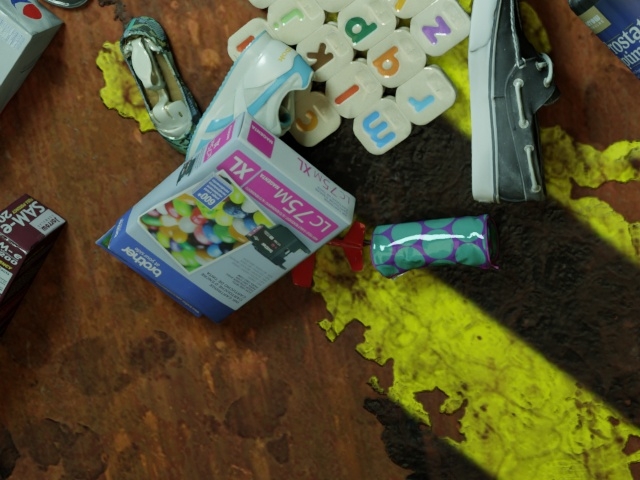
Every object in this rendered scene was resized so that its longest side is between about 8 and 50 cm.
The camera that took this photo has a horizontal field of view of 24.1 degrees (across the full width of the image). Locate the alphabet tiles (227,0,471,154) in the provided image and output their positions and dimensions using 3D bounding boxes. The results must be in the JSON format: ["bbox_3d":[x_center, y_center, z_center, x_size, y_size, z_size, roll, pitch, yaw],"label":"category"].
[{"bbox_3d":[0.032,-0.246,1.795,0.278,0.021,0.284,-35,99,29],"label":"alphabet tiles"}]

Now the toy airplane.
[{"bbox_3d":[0.000,0.000,1.900,0.151,0.028,0.151,5,113,13],"label":"toy airplane"}]

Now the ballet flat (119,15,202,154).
[{"bbox_3d":[-0.201,-0.185,1.864,0.070,0.070,0.188,-20,104,21],"label":"ballet flat"}]

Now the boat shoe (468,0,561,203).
[{"bbox_3d":[0.227,-0.181,1.731,0.102,0.108,0.301,3,113,14],"label":"boat shoe"}]

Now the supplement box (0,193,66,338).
[{"bbox_3d":[-0.439,0.065,1.984,0.073,0.130,0.239,34,114,1],"label":"supplement box"}]

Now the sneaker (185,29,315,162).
[{"bbox_3d":[-0.091,-0.141,1.828,0.092,0.087,0.229,34,123,2],"label":"sneaker"}]

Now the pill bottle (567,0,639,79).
[{"bbox_3d":[0.353,-0.266,1.656,0.219,0.123,0.123,44,114,-4],"label":"pill bottle"}]

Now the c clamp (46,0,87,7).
[{"bbox_3d":[-0.337,-0.370,1.855,0.137,0.022,0.161,7,110,7],"label":"c clamp"}]

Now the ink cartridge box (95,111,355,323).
[{"bbox_3d":[-0.127,-0.009,1.861,0.186,0.065,0.311,37,129,-23],"label":"ink cartridge box"}]

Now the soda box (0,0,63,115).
[{"bbox_3d":[-0.450,-0.191,1.908,0.091,0.098,0.286,39,114,-1],"label":"soda box"}]

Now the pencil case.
[{"bbox_3d":[0.142,0.008,1.847,0.151,0.064,0.070,-7,92,17],"label":"pencil case"}]
